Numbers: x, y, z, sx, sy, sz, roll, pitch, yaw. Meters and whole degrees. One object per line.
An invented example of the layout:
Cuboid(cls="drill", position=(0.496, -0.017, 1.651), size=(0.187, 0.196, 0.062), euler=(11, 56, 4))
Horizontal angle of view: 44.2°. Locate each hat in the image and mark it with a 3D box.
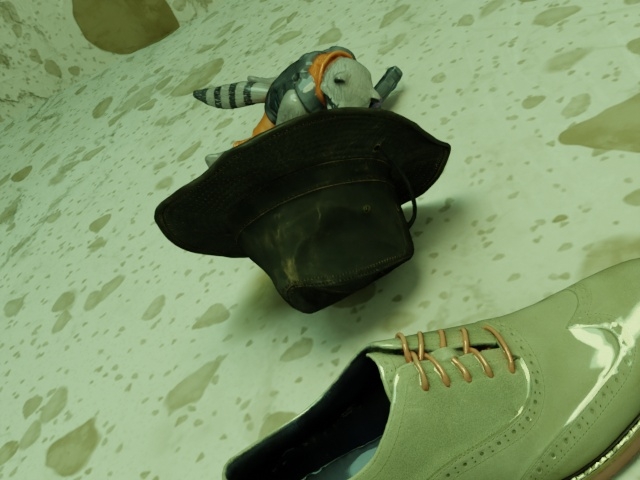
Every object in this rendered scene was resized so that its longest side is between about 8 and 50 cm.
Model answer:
Cuboid(cls="hat", position=(0.000, 0.000, 0.815), size=(0.331, 0.331, 0.134), euler=(-23, 72, 19))

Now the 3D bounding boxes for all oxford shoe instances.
Cuboid(cls="oxford shoe", position=(0.112, 0.121, 0.586), size=(0.397, 0.146, 0.140), euler=(-35, 31, -1))

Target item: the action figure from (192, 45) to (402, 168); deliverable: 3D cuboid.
Cuboid(cls="action figure", position=(-0.056, -0.166, 1.115), size=(0.330, 0.178, 0.341), euler=(-11, 35, 49))
